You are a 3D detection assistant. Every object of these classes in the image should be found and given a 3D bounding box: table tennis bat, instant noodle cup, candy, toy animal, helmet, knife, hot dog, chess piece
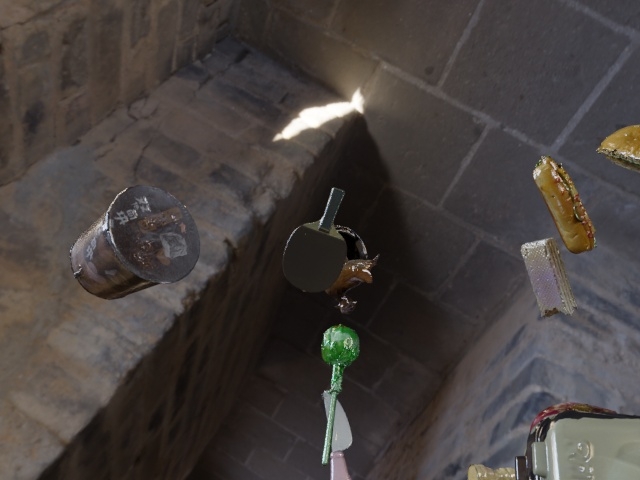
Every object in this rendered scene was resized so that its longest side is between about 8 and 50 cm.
[{"bbox_3d":[0.000,0.000,1.418,0.154,0.021,0.274,20,100,1],"label":"table tennis bat"},{"bbox_3d":[-0.403,0.017,1.209,0.207,0.217,0.217,-24,110,37],"label":"instant noodle cup"},{"bbox_3d":[0.033,0.344,1.291,0.097,0.323,0.097,6,147,4],"label":"candy"},{"bbox_3d":[0.098,0.111,1.650,0.188,0.089,0.179,-20,86,1],"label":"toy animal"},{"bbox_3d":[0.048,0.049,1.935,0.193,0.189,0.216,-135,42,-57],"label":"helmet"},{"bbox_3d":[0.058,0.618,1.740,0.081,0.336,0.043,-5,148,-2],"label":"knife"},{"bbox_3d":[0.579,-0.088,1.338,0.076,0.104,0.250,-23,89,41],"label":"hot dog"},{"bbox_3d":[0.468,0.638,1.537,0.122,0.066,0.066,3,134,-10],"label":"chess piece"}]

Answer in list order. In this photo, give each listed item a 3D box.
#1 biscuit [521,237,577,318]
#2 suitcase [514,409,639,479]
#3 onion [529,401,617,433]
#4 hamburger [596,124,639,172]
[{"bbox_3d":[0.683,0.114,1.701,0.108,0.062,0.239,-22,83,62],"label":"biscuit"},{"bbox_3d":[0.438,0.396,0.717,0.339,0.351,0.194,6,146,7],"label":"suitcase"},{"bbox_3d":[0.734,0.579,1.638,0.256,0.230,0.272,23,100,10],"label":"onion"},{"bbox_3d":[0.801,-0.212,1.362,0.124,0.262,0.131,22,105,-30],"label":"hamburger"}]
